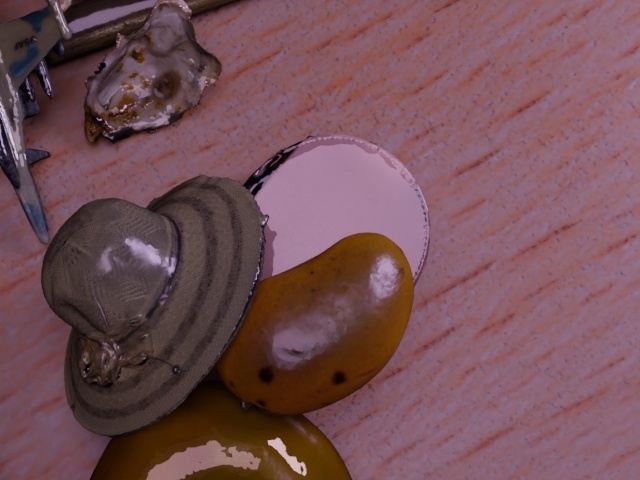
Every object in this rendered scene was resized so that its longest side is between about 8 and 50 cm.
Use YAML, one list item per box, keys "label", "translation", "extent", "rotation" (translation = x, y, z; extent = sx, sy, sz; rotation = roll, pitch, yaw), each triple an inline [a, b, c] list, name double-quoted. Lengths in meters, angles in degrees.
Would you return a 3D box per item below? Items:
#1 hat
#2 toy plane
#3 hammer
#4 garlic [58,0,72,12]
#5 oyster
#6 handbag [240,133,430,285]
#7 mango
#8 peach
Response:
- label: "hat"
  translation: [-0.168, 0.027, 1.171]
  extent: [0.110, 0.252, 0.252]
  rotation: [33, 75, -34]
- label: "toy plane"
  translation: [-0.287, -0.126, 1.294]
  extent: [0.192, 0.088, 0.262]
  rotation: [-16, 103, 28]
- label: "hammer"
  translation: [-0.057, -0.255, 1.350]
  extent: [0.439, 0.044, 0.168]
  rotation: [-20, 79, -6]
- label: "garlic"
  translation: [-0.131, -0.321, 1.315]
  extent: [0.266, 0.128, 0.149]
  rotation: [-16, 99, 12]
- label: "oyster"
  translation: [-0.166, -0.149, 1.314]
  extent: [0.148, 0.051, 0.103]
  rotation: [-37, 115, -2]
- label: "handbag"
  translation: [0.000, 0.000, 1.253]
  extent: [0.179, 0.116, 0.205]
  rotation: [39, 85, 3]
- label: "mango"
  translation: [0.000, 0.072, 1.148]
  extent: [0.178, 0.090, 0.115]
  rotation: [-28, 84, -8]
- label: "peach"
  translation: [-0.083, 0.244, 1.185]
  extent: [0.251, 0.153, 0.251]
  rotation: [1, 84, -13]
